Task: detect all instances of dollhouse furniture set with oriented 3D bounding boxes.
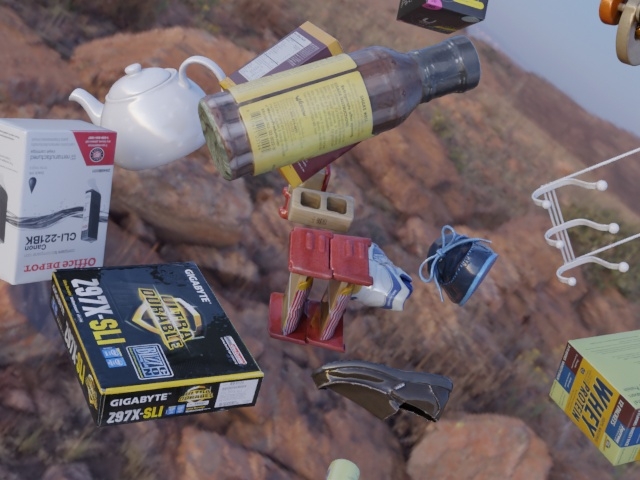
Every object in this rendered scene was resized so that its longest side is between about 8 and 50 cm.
[{"bbox_3d":[0.000,0.000,1.808,0.152,0.201,0.374,11,45,-9],"label":"dollhouse furniture set"}]

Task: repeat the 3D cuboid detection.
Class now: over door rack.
[{"bbox_3d":[0.611,-0.066,1.913,0.240,0.324,0.108,63,-3,-35],"label":"over door rack"}]

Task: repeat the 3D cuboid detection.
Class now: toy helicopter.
[{"bbox_3d":[0.806,-0.524,2.202,0.140,0.355,0.235,24,-37,43],"label":"toy helicopter"}]

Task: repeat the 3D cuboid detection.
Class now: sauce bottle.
[{"bbox_3d":[0.029,-0.169,1.135,0.111,0.344,0.111,162,-90,-77],"label":"sauce bottle"}]

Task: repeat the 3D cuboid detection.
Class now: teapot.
[{"bbox_3d":[-0.341,-0.272,1.911,0.252,0.256,0.187,27,-39,55],"label":"teapot"}]

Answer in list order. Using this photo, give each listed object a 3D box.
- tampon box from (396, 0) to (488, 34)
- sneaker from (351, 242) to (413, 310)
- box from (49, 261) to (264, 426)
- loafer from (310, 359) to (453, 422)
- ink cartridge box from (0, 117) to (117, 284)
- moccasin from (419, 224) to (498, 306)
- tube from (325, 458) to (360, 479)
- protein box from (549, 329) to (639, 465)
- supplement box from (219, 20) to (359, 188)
[{"bbox_3d":[0.231,-0.461,1.760,0.120,0.102,0.161,11,-1,-15],"label":"tampon box"},{"bbox_3d":[0.121,0.086,1.911,0.131,0.112,0.296,24,13,1],"label":"sneaker"},{"bbox_3d":[-0.273,0.154,1.510,0.257,0.079,0.322,-4,34,-28],"label":"box"},{"bbox_3d":[0.092,0.229,1.407,0.220,0.078,0.080,9,-18,-6],"label":"loafer"},{"bbox_3d":[-0.483,-0.071,1.663,0.114,0.273,0.197,20,17,35],"label":"ink cartridge box"},{"bbox_3d":[0.247,0.051,1.777,0.116,0.138,0.342,37,-4,4],"label":"moccasin"},{"bbox_3d":[0.018,0.497,1.672,0.070,0.062,0.240,40,34,-10],"label":"tube"},{"bbox_3d":[0.580,0.287,1.755,0.199,0.136,0.201,-5,33,-24],"label":"protein box"},{"bbox_3d":[-0.032,-0.235,1.623,0.191,0.194,0.129,57,-5,-35],"label":"supplement box"}]
